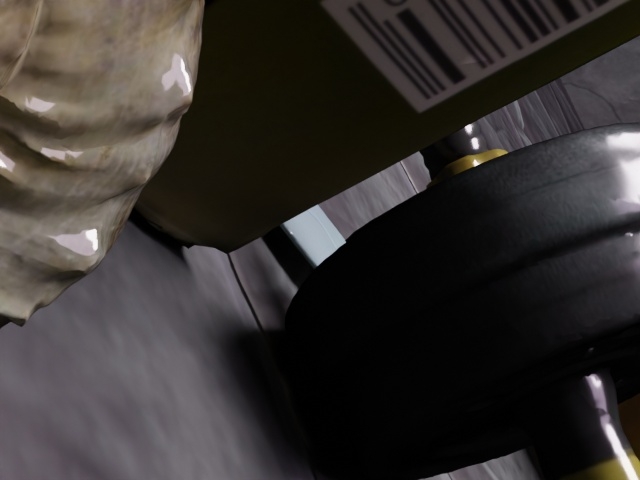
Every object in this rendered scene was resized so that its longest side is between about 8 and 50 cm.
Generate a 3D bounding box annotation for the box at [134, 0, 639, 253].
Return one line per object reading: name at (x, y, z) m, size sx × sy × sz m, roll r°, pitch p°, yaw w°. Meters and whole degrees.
box at (0.043, -0.251, 0.609) m, size 0.138 × 0.373 × 0.420 m, roll 45°, pitch 23°, yaw -50°

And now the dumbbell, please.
dumbbell at (0.116, 0.120, 0.605) m, size 0.185 × 0.185 × 0.388 m, roll 28°, pitch 38°, yaw -67°

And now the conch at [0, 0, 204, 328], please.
conch at (-0.094, -0.053, 0.391) m, size 0.207 × 0.130 × 0.155 m, roll -153°, pitch -113°, yaw -77°

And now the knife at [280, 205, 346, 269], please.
knife at (0.000, 0.001, 0.725) m, size 0.260 × 0.035 × 0.063 m, roll 49°, pitch 23°, yaw -28°

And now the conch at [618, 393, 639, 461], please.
conch at (0.247, 0.066, 1.037) m, size 0.249 × 0.197 × 0.368 m, roll 17°, pitch 4°, yaw -14°
